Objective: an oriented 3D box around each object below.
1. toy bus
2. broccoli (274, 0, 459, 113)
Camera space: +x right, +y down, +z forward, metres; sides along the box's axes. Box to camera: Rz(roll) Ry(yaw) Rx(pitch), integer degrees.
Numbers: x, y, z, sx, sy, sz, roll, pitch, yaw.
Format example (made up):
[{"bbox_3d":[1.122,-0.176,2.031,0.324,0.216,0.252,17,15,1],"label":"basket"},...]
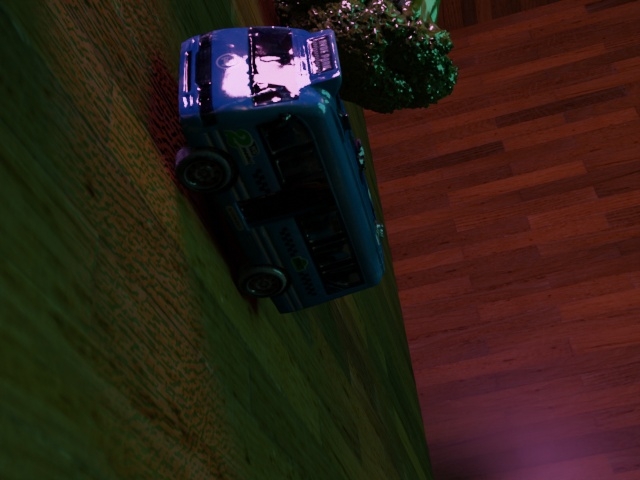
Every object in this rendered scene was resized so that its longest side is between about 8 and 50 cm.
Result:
[{"bbox_3d":[-0.027,-0.055,0.638,0.246,0.134,0.114,69,11,-48],"label":"toy bus"},{"bbox_3d":[0.081,-0.367,1.282,0.413,0.309,0.321,23,63,-54],"label":"broccoli"}]
